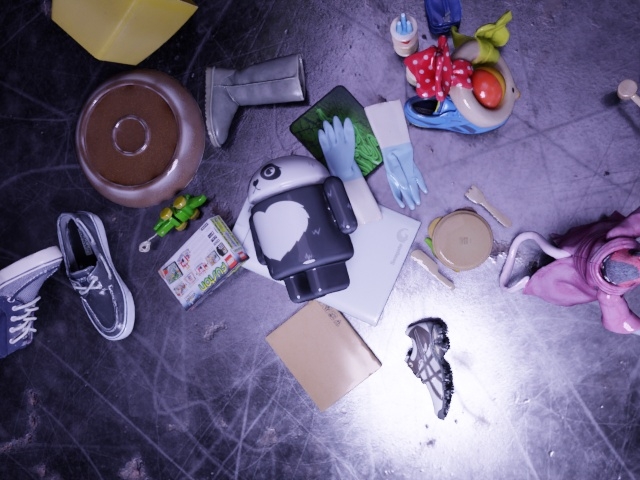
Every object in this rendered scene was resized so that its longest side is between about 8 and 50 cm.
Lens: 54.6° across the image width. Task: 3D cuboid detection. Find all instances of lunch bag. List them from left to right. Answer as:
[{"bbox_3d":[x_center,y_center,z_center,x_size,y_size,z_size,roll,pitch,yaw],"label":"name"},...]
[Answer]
[{"bbox_3d":[0.245,-0.464,1.238,0.067,0.065,0.098,-11,88,10],"label":"lunch bag"}]

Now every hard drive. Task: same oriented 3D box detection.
[{"bbox_3d":[0.000,0.000,1.287,0.353,0.047,0.233,24,89,8],"label":"hard drive"}]

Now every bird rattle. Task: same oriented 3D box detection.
[{"bbox_3d":[0.288,-0.306,1.143,0.143,0.253,0.207,-24,108,47],"label":"bird rattle"}]

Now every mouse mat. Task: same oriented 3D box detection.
[{"bbox_3d":[0.048,-0.215,1.286,0.153,0.007,0.189,-42,85,-8],"label":"mouse mat"}]

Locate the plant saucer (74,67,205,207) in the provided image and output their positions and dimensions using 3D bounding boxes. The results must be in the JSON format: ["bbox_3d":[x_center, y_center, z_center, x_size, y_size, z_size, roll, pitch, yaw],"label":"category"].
[{"bbox_3d":[-0.409,-0.228,1.363,0.311,0.050,0.310,0,91,11],"label":"plant saucer"}]

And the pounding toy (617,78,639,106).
[{"bbox_3d":[0.665,-0.284,1.161,0.206,0.094,0.181,4,97,19],"label":"pounding toy"}]

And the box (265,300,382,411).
[{"bbox_3d":[0.005,0.235,1.311,0.164,0.021,0.201,-39,85,7],"label":"box"}]

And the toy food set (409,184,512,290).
[{"bbox_3d":[0.284,-0.004,1.258,0.132,0.038,0.192,42,92,-1],"label":"toy food set"}]

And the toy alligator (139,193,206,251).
[{"bbox_3d":[-0.327,-0.049,1.352,0.190,0.056,0.051,-38,43,9],"label":"toy alligator"}]

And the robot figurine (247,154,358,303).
[{"bbox_3d":[-0.039,-0.025,1.182,0.209,0.173,0.278,-17,84,1],"label":"robot figurine"}]

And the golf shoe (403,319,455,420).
[{"bbox_3d":[0.219,0.263,1.257,0.094,0.077,0.198,-7,83,21],"label":"golf shoe"}]

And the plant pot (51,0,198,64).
[{"bbox_3d":[-0.427,-0.490,1.292,0.212,0.212,0.187,42,110,6],"label":"plant pot"}]

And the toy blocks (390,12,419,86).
[{"bbox_3d":[0.178,-0.373,1.209,0.054,0.148,0.123,-23,87,10],"label":"toy blocks"}]

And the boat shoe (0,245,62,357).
[{"bbox_3d":[-0.658,0.148,1.364,0.341,0.127,0.158,-30,91,27],"label":"boat shoe"}]

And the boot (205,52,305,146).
[{"bbox_3d":[-0.136,-0.295,1.311,0.209,0.076,0.189,-1,93,3],"label":"boot"}]

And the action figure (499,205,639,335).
[{"bbox_3d":[0.480,0.021,1.051,0.276,0.370,0.248,13,93,10],"label":"action figure"}]

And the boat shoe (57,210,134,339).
[{"bbox_3d":[-0.498,0.078,1.354,0.108,0.102,0.301,-17,88,9],"label":"boat shoe"}]

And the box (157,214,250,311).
[{"bbox_3d":[-0.249,0.051,1.303,0.207,0.036,0.114,-40,84,33],"label":"box"}]

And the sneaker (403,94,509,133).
[{"bbox_3d":[0.270,-0.255,1.230,0.210,0.082,0.069,5,90,8],"label":"sneaker"}]

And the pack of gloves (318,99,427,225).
[{"bbox_3d":[0.103,-0.154,1.264,0.195,0.046,0.232,-15,86,-17],"label":"pack of gloves"}]
